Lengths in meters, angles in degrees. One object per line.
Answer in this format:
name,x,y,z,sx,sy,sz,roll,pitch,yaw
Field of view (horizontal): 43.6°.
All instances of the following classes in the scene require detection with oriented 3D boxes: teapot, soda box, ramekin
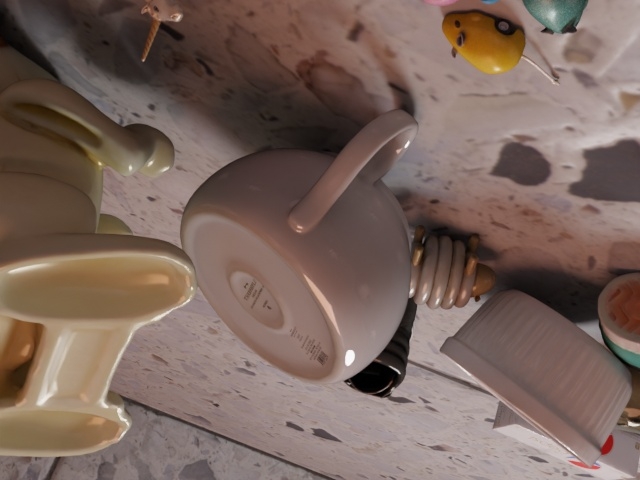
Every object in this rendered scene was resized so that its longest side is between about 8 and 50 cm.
teapot,0.000,0.000,0.787,0.256,0.187,0.253,11,134,47
soda box,0.378,0.295,1.225,0.216,0.069,0.074,25,155,-9
ramekin,0.247,0.145,0.900,0.207,0.109,0.207,38,177,2

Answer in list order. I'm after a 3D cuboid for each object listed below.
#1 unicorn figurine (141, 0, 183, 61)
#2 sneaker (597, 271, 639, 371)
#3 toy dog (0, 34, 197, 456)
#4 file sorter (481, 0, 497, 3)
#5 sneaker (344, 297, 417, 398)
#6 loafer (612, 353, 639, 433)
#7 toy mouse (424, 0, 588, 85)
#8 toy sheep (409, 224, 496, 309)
unicorn figurine,-0.104,-0.217,0.583,0.111,0.060,0.162,7,136,29
sneaker,0.429,0.113,0.780,0.302,0.108,0.121,15,157,31
toy dog,-0.335,-0.033,0.756,0.395,0.408,0.285,0,135,-23
file sorter,0.068,-0.214,0.374,0.170,0.118,0.104,32,157,-24
sneaker,0.067,0.144,1.067,0.104,0.147,0.296,16,156,6
loafer,0.386,0.189,0.970,0.087,0.095,0.251,29,155,-28
toy mouse,0.119,-0.163,0.534,0.160,0.031,0.143,23,155,-4
toy sheep,0.125,0.032,0.869,0.132,0.091,0.091,13,155,5
